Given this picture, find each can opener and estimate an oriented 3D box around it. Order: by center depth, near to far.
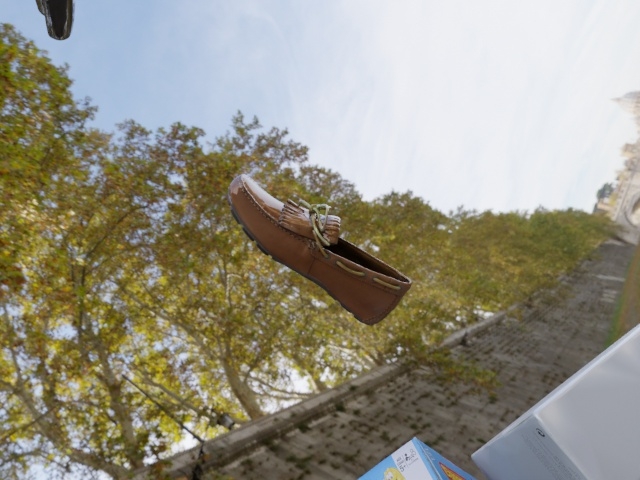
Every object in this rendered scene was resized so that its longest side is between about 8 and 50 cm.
[{"bbox_3d":[-0.225,-0.233,0.393,0.073,0.186,0.059,-11,-100,-32],"label":"can opener"}]

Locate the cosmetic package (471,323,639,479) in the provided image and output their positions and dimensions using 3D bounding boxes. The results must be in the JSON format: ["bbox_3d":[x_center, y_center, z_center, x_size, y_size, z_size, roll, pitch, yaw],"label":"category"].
[{"bbox_3d":[0.377,0.166,0.550,0.378,0.097,0.284,-31,-27,-13],"label":"cosmetic package"}]

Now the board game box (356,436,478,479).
[{"bbox_3d":[0.099,0.440,0.641,0.308,0.086,0.302,-39,-52,7],"label":"board game box"}]

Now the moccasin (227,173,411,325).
[{"bbox_3d":[-0.001,0.001,0.849,0.147,0.380,0.139,-50,2,20],"label":"moccasin"}]
